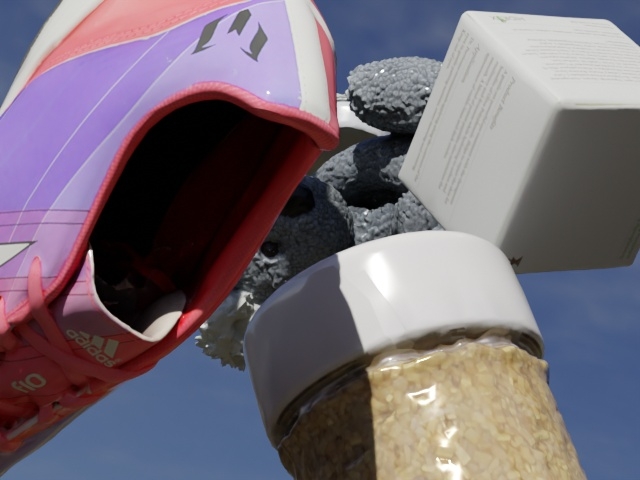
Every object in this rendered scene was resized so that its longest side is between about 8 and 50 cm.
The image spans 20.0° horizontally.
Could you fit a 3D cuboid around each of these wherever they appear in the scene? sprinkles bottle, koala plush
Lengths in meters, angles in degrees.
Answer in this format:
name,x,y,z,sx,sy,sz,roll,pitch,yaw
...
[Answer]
name,x,y,z,sx,sy,sz,roll,pitch,yaw
sprinkles bottle,0.075,0.172,0.690,0.121,0.355,0.121,-15,-28,-8
koala plush,0.000,0.000,1.347,0.221,0.196,0.203,-12,-24,-12

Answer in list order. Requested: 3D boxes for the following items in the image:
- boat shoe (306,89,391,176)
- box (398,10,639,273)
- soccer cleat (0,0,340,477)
name,x,y,z,sx,sy,sz,roll,pitch,yaw
boat shoe,0.022,-0.088,1.700,0.113,0.105,0.306,5,-17,5
box,0.113,-0.048,0.898,0.102,0.101,0.087,-2,37,-34
soccer cleat,-0.108,0.026,0.671,0.108,0.116,0.318,27,-65,-34
